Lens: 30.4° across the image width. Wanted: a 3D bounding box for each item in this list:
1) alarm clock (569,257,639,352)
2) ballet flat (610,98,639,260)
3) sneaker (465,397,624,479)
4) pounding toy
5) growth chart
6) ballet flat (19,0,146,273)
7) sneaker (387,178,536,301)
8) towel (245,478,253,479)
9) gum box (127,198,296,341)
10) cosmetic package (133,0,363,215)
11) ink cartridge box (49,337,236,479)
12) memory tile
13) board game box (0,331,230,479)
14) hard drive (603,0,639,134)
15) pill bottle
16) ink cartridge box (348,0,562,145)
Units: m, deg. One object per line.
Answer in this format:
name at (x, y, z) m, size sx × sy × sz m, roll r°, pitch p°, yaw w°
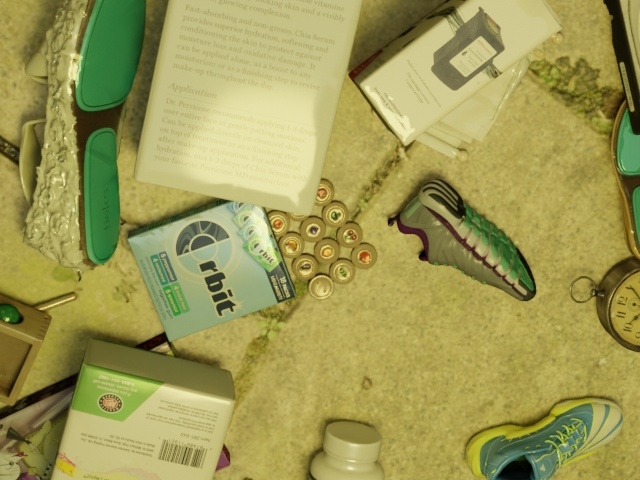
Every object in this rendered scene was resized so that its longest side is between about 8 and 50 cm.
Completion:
alarm clock at (0.439, 0.085, 1.662) m, size 0.192 × 0.064 × 0.129 m, roll 13°, pitch 102°, yaw -13°
ballet flat at (0.432, -0.084, 1.613) m, size 0.080 × 0.073 × 0.232 m, roll -4°, pitch 91°, yaw -4°
sneaker at (0.332, 0.302, 1.671) m, size 0.240 × 0.126 × 0.091 m, roll -19°, pitch 106°, yaw -2°
pounding toy at (-0.415, 0.124, 1.559) m, size 0.130 × 0.100 × 0.141 m, roll 24°, pitch 111°, yaw -12°
growth chart at (0.192, -0.226, 1.574) m, size 0.172 × 0.021 × 0.237 m, roll 35°, pitch 98°, yaw -13°
ballet flat at (-0.316, -0.160, 1.477) m, size 0.146 × 0.147 × 0.409 m, roll 7°, pitch 103°, yaw -9°
sneaker at (0.197, 0.016, 1.621) m, size 0.223 × 0.083 × 0.098 m, roll 44°, pitch 119°, yaw -13°
towel at (-0.128, 0.465, 1.688) m, size 0.102 × 0.021 × 0.237 m, roll 35°, pitch 98°, yaw 16°
gum box at (-0.144, 0.033, 1.582) m, size 0.184 × 0.041 × 0.157 m, roll -19°, pitch 106°, yaw 2°
cosmetic package at (-0.076, -0.282, 1.453) m, size 0.230 × 0.161 × 0.453 m, roll 12°, pitch 103°, yaw -10°
ink cartridge box at (-0.247, 0.294, 1.556) m, size 0.201 × 0.117 × 0.278 m, roll 15°, pitch 101°, yaw -11°
memory tile at (0.000, 0.000, 1.612) m, size 0.113 × 0.012 × 0.148 m, roll -34°, pitch 106°, yaw 2°
board game box at (-0.324, 0.292, 1.630) m, size 0.346 × 0.056 × 0.208 m, roll -26°, pitch 110°, yaw 0°
hard drive at (0.556, -0.290, 1.554) m, size 0.338 × 0.064 × 0.237 m, roll -13°, pitch 92°, yaw -6°
pill bottle at (0.033, 0.354, 1.658) m, size 0.107 × 0.108 × 0.180 m, roll 8°, pitch 103°, yaw -9°
ink cartridge box at (0.162, -0.235, 1.469) m, size 0.237 × 0.172 × 0.100 m, roll -37°, pitch 102°, yaw 4°
